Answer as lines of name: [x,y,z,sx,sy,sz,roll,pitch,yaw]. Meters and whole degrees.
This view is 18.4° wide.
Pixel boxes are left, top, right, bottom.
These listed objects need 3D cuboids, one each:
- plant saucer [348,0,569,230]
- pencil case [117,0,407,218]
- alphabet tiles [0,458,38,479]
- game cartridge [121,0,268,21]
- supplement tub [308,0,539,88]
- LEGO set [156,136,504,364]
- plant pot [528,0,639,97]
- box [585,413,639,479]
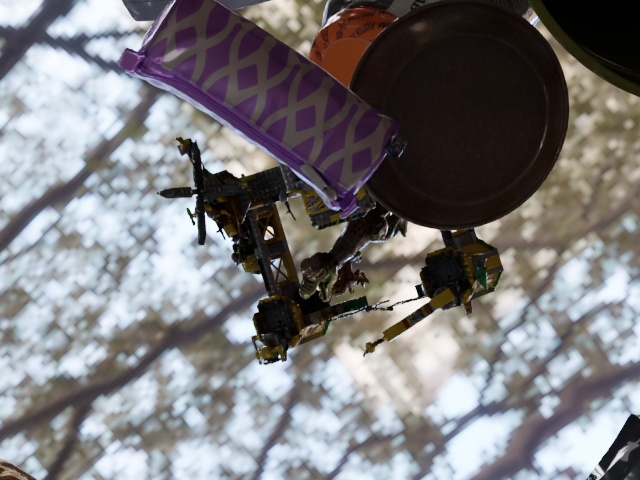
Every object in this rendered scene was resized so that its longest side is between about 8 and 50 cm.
plant saucer: [0.118,-0.106,1.683,0.198,0.199,0.036,60,-165,15]
pencil case: [-0.042,-0.100,1.444,0.206,0.086,0.088,34,-123,-4]
alphabet tiles: [-0.167,0.242,1.479,0.284,0.021,0.278,29,-173,17]
game cartridge: [-0.027,-0.274,1.710,0.060,0.294,0.196,61,-150,-32]
supplement tub: [0.139,-0.276,2.328,0.207,0.207,0.338,45,-131,-6]
LEGO set: [0.000,0.000,1.990,0.192,0.331,0.255,-18,-81,-56]
plant pot: [0.292,-0.314,1.699,0.366,0.366,0.353,40,-177,-13]
box: [0.369,0.336,1.412,0.395,0.293,0.212,41,-100,-17]
